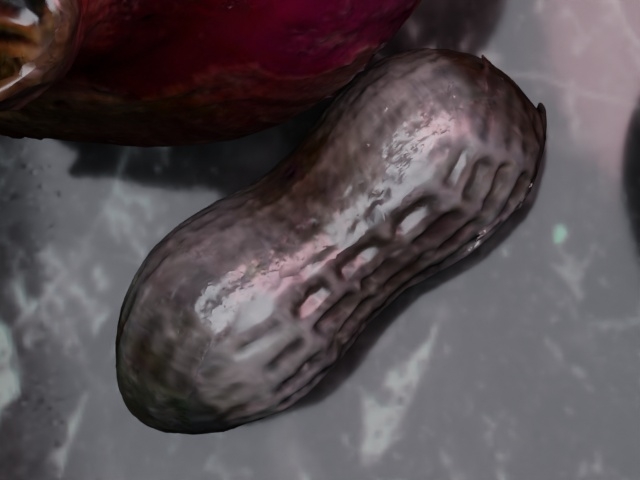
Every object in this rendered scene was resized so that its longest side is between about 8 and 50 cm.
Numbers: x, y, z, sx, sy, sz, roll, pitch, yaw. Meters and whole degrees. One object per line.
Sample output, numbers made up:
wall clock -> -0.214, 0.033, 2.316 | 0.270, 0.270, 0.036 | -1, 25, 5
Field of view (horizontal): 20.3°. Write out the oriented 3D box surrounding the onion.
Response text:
onion -> -0.099, -0.168, 0.734 | 0.348, 0.385, 0.348 | 3, 125, 4

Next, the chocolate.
chocolate -> 0.000, 0.000, 0.861 | 0.248, 0.110, 0.110 | -43, 82, -2
